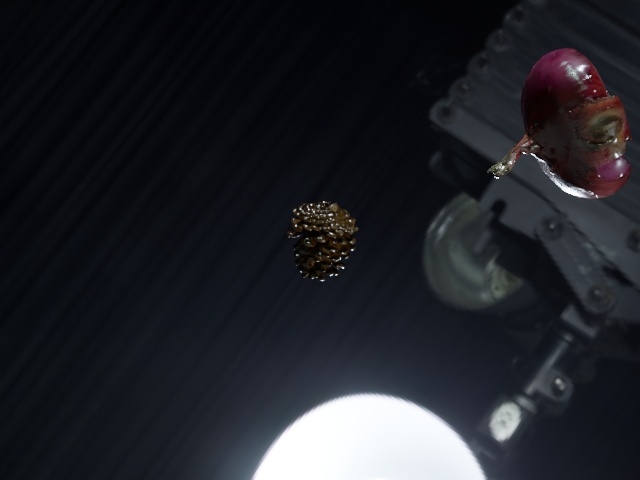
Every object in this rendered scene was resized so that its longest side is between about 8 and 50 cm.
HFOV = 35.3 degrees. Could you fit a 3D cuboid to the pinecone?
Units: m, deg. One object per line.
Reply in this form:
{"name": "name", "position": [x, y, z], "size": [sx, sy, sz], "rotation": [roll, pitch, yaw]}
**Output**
{"name": "pinecone", "position": [0.001, 0.001, 1.382], "size": [0.102, 0.109, 0.102], "rotation": [7, 0, 0]}

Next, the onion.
{"name": "onion", "position": [0.221, -0.100, 0.974], "size": [0.150, 0.140, 0.150], "rotation": [-22, 90, -90]}
